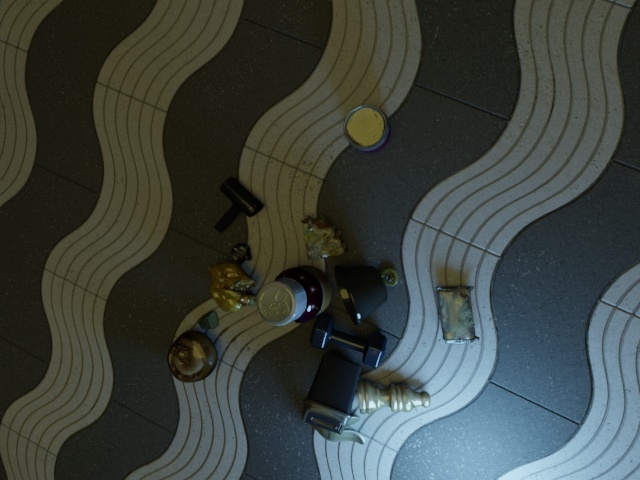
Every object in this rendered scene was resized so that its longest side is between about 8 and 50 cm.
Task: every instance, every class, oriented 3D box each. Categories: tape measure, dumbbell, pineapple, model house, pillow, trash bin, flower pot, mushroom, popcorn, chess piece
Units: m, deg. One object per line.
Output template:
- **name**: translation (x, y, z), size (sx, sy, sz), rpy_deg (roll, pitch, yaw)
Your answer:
- **tape measure**: translation (-0.362, 0.060, 1.867), size (0.091, 0.054, 0.094), rpy_deg (-23, 99, 12)
- **dumbbell**: translation (0.118, 0.436, 1.768), size (0.325, 0.160, 0.144), rpy_deg (16, 131, 11)
- **pineapple**: translation (0.000, 0.000, 1.754), size (0.236, 0.114, 0.186), rpy_deg (42, 103, 1)
- **model house**: translation (-0.541, 0.383, 1.951), size (0.083, 0.066, 0.078), rpy_deg (-8, 107, 30)
- **pillow**: translation (0.568, 0.308, 1.701), size (0.169, 0.059, 0.254), rpy_deg (-6, 94, 12)
- **trash bin**: translation (0.050, 0.650, 1.743), size (0.210, 0.182, 0.290), rpy_deg (19, 66, 4)
- **flower pot**: translation (0.174, 0.205, 1.693), size (0.166, 0.269, 0.268), rpy_deg (-20, 93, -6)
- **mushroom**: translation (-0.602, 0.546, 1.930), size (0.253, 0.153, 0.253), rpy_deg (1, 96, 14)
- **popcorn**: translation (-0.399, 0.213, 1.824), size (0.254, 0.191, 0.190), rpy_deg (34, 64, 19)
- **chess piece**: translation (0.322, 0.684, 1.781), size (0.308, 0.124, 0.138), rpy_deg (-4, 64, 9)

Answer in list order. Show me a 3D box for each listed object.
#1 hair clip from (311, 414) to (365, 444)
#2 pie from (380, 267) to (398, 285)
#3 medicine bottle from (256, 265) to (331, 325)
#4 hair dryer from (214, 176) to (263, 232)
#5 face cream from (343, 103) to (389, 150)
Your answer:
- **hair clip**: translation (0.064, 0.836, 1.831), size (0.282, 0.113, 0.172), rpy_deg (8, 137, 2)
- **pie**: translation (0.296, 0.158, 1.757), size (0.084, 0.021, 0.084), rpy_deg (1, 97, 12)
- **medicine bottle**: translation (-0.100, 0.232, 1.666), size (0.243, 0.395, 0.242), rpy_deg (1, 93, 12)
- **hair dryer**: translation (-0.403, -0.135, 1.840), size (0.197, 0.089, 0.251), rpy_deg (43, 110, 3)
- **face cream**: translation (0.186, -0.440, 1.612), size (0.175, 0.195, 0.175), rpy_deg (2, 97, 14)
